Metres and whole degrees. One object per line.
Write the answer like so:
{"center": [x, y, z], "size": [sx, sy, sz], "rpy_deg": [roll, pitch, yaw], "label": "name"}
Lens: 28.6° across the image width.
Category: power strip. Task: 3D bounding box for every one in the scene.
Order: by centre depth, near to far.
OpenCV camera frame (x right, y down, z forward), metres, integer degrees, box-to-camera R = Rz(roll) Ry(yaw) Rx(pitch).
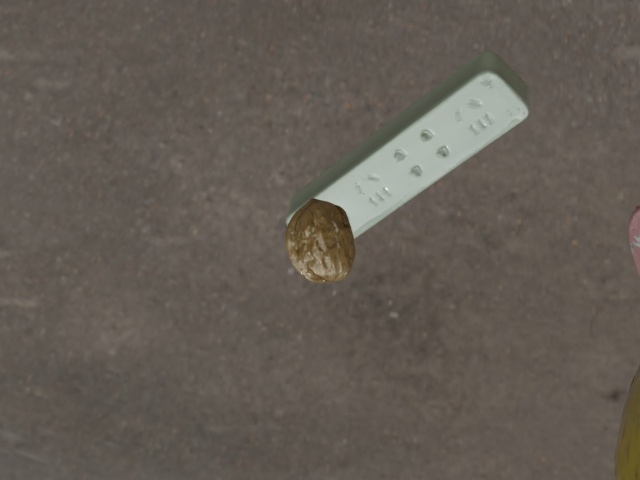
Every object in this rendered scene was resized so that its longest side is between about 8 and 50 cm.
{"center": [0.099, -0.099, 1.633], "size": [0.385, 0.062, 0.091], "rpy_deg": [-36, 114, 28], "label": "power strip"}

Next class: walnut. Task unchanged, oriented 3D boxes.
{"center": [0.000, 0.000, 1.393], "size": [0.083, 0.096, 0.079], "rpy_deg": [-9, 177, -24], "label": "walnut"}

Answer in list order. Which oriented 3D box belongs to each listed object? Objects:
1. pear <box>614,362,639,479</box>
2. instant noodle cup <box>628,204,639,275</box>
{"center": [0.338, 0.103, 0.549], "size": [0.362, 0.362, 0.418], "rpy_deg": [44, 149, -25], "label": "pear"}
{"center": [0.544, 0.009, 1.553], "size": [0.231, 0.243, 0.243], "rpy_deg": [-29, 128, -11], "label": "instant noodle cup"}
